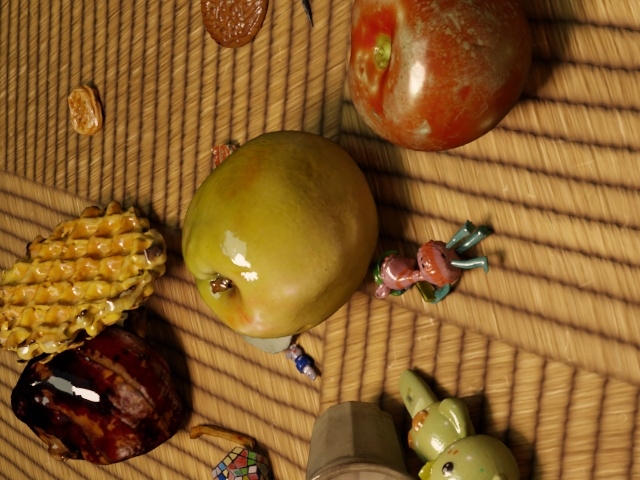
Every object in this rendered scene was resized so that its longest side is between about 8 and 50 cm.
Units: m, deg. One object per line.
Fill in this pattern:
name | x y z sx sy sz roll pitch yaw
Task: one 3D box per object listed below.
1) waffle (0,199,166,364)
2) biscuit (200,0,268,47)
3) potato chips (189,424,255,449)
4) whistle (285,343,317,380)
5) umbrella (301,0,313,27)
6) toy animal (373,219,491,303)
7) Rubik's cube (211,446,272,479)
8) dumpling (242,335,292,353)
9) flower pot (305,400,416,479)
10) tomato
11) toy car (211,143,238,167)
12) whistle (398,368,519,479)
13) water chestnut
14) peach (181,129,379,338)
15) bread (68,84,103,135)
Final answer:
waffle | -0.478 0.078 2.127 0.095 0.380 0.382 63 173 -33
biscuit | -0.160 -0.440 1.956 0.188 0.027 0.187 8 101 47
potato chips | -0.191 0.375 2.082 0.204 0.026 0.037 -2 96 47
whistle | -0.033 0.214 1.884 0.033 0.029 0.083 -55 50 14
umbrella | -0.034 -0.428 1.826 0.022 0.022 0.148 -26 81 22
toy animal | 0.169 0.042 1.613 0.103 0.100 0.208 46 136 -17
Rubik's cube | -0.144 0.430 1.985 0.093 0.111 0.111 -134 50 -67
dumpling | -0.099 0.107 1.909 0.153 0.108 0.219 29 145 -7
flower pot | 0.060 0.364 1.653 0.202 0.212 0.212 -88 15 -64
tomato | 0.166 -0.254 1.472 0.270 0.223 0.270 175 90 -68
toy car | -0.170 -0.116 1.997 0.059 0.035 0.122 -4 89 44
whistle | 0.177 0.303 1.584 0.294 0.141 0.141 42 123 38
water chestnut | -0.420 0.277 2.165 0.335 0.347 0.335 20 140 18
peach | -0.063 -0.017 1.678 0.314 0.315 0.281 36 161 42
bread | -0.506 -0.282 2.347 0.083 0.044 0.110 -18 82 44
